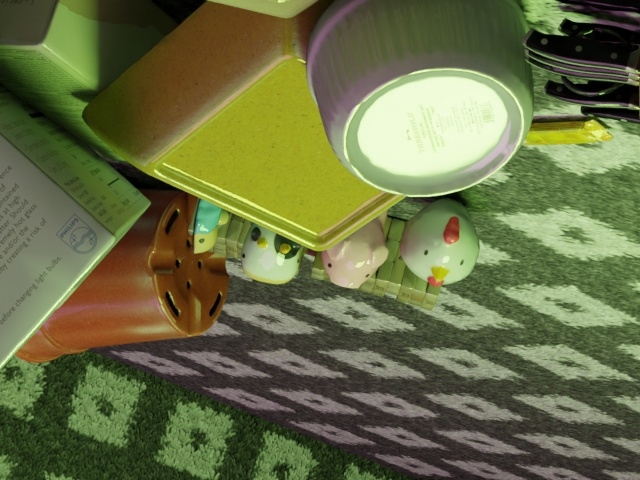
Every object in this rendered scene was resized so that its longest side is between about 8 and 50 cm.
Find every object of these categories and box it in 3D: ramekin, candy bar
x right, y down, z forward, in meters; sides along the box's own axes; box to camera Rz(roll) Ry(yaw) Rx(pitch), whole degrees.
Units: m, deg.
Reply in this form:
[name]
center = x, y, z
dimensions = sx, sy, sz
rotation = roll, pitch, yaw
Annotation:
[ramekin]
center = 0.093, -0.133, 1.663
dimensions = 0.207, 0.109, 0.207
rotation = -4, 139, -4
[candy bar]
center = 0.229, -0.113, 1.955
dimensions = 0.161, 0.018, 0.040
rotation = 2, 157, 43

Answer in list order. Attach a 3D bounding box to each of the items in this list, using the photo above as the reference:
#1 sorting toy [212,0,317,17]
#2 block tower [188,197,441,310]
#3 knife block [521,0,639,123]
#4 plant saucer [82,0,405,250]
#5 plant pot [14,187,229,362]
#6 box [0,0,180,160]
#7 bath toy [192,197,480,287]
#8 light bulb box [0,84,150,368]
[sorting toy]
center = -0.026, -0.243, 1.499
dimensions = 0.193, 0.038, 0.208
rotation = -28, 161, 39
[block tower]
center = 0.000, 0.000, 2.469
dimensions = 0.335, 0.091, 0.097
rotation = 16, 165, 2
[knife block]
center = 0.318, -0.154, 1.570
dimensions = 0.242, 0.088, 0.275
rotation = 23, 164, -29
[plant saucer]
center = -0.014, -0.110, 1.842
dimensions = 0.332, 0.081, 0.333
rotation = 25, 138, -32
[plant pot]
center = -0.287, 0.035, 2.608
dimensions = 0.265, 0.272, 0.272
rotation = -2, 159, 28
[box]
center = -0.235, -0.190, 1.941
dimensions = 0.148, 0.121, 0.311
rotation = 7, 163, 30
[bath toy]
center = 0.024, -0.012, 2.240
dimensions = 0.348, 0.151, 0.129
rotation = 10, 174, -5
[light bulb box]
center = -0.392, -0.064, 1.929
dimensions = 0.361, 0.225, 0.358
rotation = 42, -175, -4
